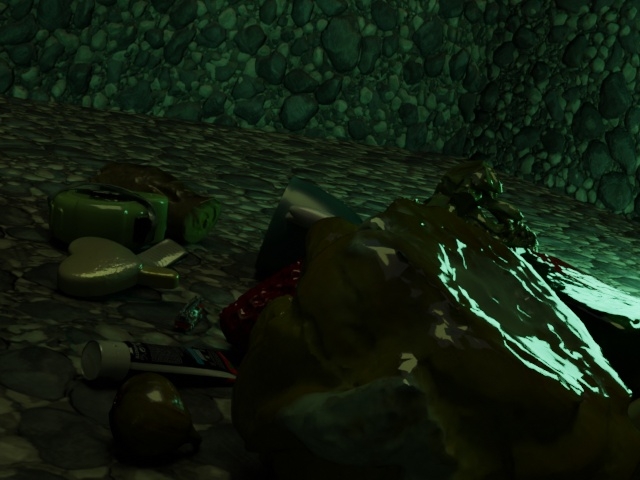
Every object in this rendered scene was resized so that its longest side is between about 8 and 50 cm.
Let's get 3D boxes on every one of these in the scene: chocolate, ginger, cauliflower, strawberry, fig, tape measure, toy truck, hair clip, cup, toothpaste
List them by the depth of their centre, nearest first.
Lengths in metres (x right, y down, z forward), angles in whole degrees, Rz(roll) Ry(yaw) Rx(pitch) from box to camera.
[{"bbox_3d":[-0.155,0.174,0.922,0.098,0.082,0.084,26,-25,-10],"label":"fig"},{"bbox_3d":[-0.175,0.143,1.095,0.193,0.045,0.071,9,21,-41],"label":"toothpaste"},{"bbox_3d":[-0.006,0.103,1.191,0.244,0.205,0.205,-6,8,18],"label":"strawberry"},{"bbox_3d":[0.324,0.122,1.287,0.341,0.161,0.360,13,12,-41],"label":"chocolate"},{"bbox_3d":[-0.176,0.099,1.290,0.024,0.032,0.083,10,12,7],"label":"toy truck"},{"bbox_3d":[-0.276,0.044,1.368,0.159,0.071,0.218,24,21,30],"label":"hair clip"},{"bbox_3d":[-0.347,-0.040,1.540,0.200,0.106,0.175,9,10,-10],"label":"tape measure"},{"bbox_3d":[0.000,0.000,1.596,0.173,0.167,0.299,22,-12,0],"label":"cup"},{"bbox_3d":[0.258,-0.021,1.725,0.275,0.250,0.272,8,11,0],"label":"cauliflower"},{"bbox_3d":[-0.301,-0.077,1.732,0.263,0.109,0.116,21,-2,27],"label":"ginger"}]

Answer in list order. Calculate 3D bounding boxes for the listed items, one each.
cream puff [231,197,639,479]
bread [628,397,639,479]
[{"bbox_3d":[0.081,0.138,0.890,0.378,0.275,0.378,30,22,-13],"label":"cream puff"},{"bbox_3d":[0.387,0.216,1.060,0.213,0.213,0.104,-6,61,-54],"label":"bread"}]
